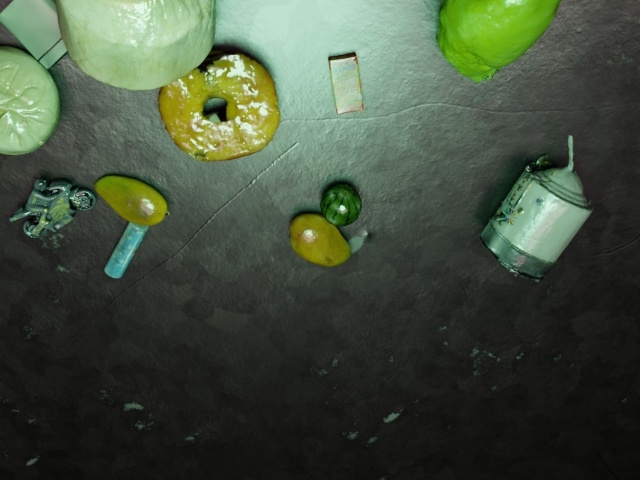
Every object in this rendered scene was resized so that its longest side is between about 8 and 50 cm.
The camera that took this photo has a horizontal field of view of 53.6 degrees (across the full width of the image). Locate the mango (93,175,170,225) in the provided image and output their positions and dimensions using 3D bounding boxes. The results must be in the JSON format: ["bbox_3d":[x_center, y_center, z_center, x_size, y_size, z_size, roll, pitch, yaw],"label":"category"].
[{"bbox_3d":[-0.435,-0.094,1.466,0.188,0.066,0.101,29,113,-8],"label":"mango"}]

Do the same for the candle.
[{"bbox_3d":[0.515,-0.079,1.447,0.188,0.187,0.330,21,116,-14],"label":"candle"}]

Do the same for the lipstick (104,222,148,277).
[{"bbox_3d":[-0.470,0.019,1.533,0.048,0.048,0.157,28,114,-17],"label":"lipstick"}]

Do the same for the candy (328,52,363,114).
[{"bbox_3d":[0.056,-0.336,1.363,0.062,0.038,0.121,-9,119,2],"label":"candy"}]

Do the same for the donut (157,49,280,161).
[{"bbox_3d":[-0.210,-0.284,1.336,0.254,0.118,0.253,0,119,0],"label":"donut"}]

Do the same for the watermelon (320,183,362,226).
[{"bbox_3d":[0.046,-0.078,1.474,0.109,0.109,0.108,-1,119,-2],"label":"watermelon"}]

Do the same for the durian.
[{"bbox_3d":[0.348,-0.463,1.192,0.205,0.340,0.255,33,90,2],"label":"durian"}]

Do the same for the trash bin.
[{"bbox_3d":[-0.555,-0.431,1.270,0.116,0.059,0.130,-36,114,14],"label":"trash bin"}]

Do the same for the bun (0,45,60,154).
[{"bbox_3d":[-0.658,-0.281,1.304,0.230,0.145,0.229,1,119,1],"label":"bun"}]

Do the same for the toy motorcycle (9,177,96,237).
[{"bbox_3d":[-0.626,-0.085,1.459,0.194,0.061,0.124,-28,123,6],"label":"toy motorcycle"}]

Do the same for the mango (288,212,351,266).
[{"bbox_3d":[-0.006,0.003,1.526,0.115,0.089,0.165,-36,118,6],"label":"mango"}]

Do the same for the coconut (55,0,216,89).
[{"bbox_3d":[-0.339,-0.426,1.167,0.329,0.328,0.328,-1,119,-2],"label":"coconut"}]
